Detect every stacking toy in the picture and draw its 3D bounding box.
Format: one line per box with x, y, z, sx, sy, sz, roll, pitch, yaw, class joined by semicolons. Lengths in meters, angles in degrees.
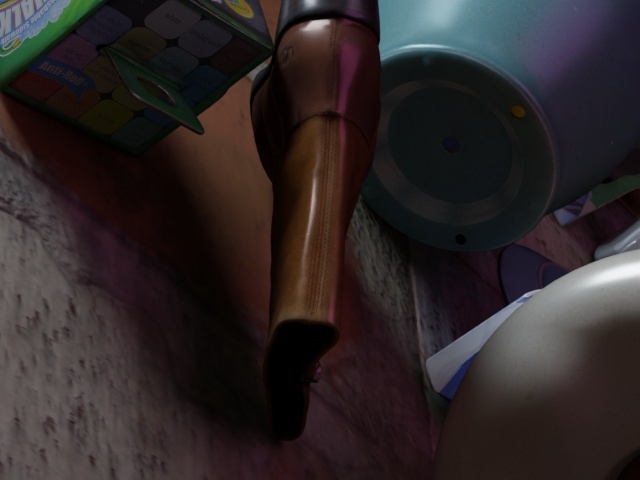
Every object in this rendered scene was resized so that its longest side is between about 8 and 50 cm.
0.324;0.170;1.354;0.480;0.350;0.350;-4;61;-58;stacking toy

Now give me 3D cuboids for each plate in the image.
0.225;0.078;1.728;0.188;0.024;0.188;40;28;-27;plate

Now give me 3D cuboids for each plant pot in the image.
0.140;-0.130;1.593;0.271;0.271;0.255;49;40;-10;plant pot

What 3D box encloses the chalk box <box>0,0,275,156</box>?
-0.127;-0.150;1.262;0.132;0.132;0.213;29;35;-45;chalk box

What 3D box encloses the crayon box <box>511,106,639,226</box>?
0.244;-0.203;1.912;0.323;0.203;0.083;60;-15;12;crayon box

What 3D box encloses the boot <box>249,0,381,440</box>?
0.000;0.000;1.294;0.096;0.264;0.280;7;61;-9;boot

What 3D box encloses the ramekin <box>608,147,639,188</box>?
0.357;-0.145;2.054;0.207;0.207;0.109;35;39;-37;ramekin

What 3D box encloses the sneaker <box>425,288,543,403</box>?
0.230;0.158;1.505;0.315;0.127;0.182;25;35;-50;sneaker

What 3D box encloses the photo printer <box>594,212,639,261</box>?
0.454;0.057;1.902;0.307;0.256;0.107;53;-3;-5;photo printer
